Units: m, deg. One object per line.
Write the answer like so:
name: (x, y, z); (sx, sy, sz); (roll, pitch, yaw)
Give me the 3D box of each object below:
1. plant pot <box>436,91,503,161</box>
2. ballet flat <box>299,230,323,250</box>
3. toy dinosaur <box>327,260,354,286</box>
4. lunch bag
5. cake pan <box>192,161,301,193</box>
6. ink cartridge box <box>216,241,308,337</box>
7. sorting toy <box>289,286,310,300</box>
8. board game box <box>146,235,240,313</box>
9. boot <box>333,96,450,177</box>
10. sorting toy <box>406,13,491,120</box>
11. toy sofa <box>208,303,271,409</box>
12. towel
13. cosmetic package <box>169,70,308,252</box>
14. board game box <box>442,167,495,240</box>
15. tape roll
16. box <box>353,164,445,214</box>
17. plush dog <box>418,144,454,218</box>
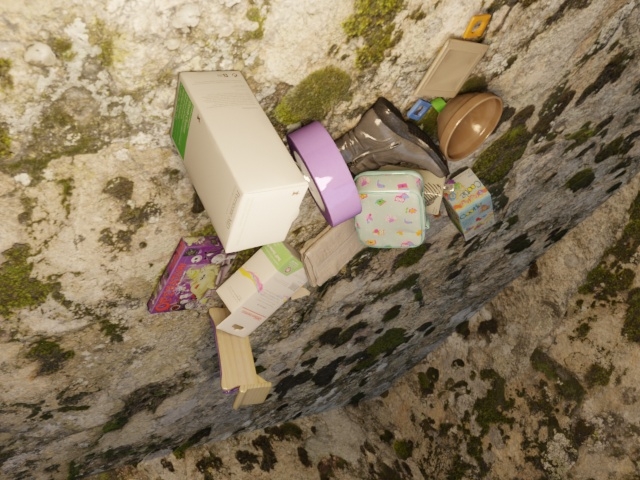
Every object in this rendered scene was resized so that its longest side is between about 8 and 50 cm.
plant pot: (0.437, -0.368, 1.770); (0.237, 0.110, 0.237); (-30, 149, -20)
ballet flat: (0.000, 0.000, 2.039); (0.168, 0.057, 0.052); (-34, 142, 7)
toy dinosaur: (0.083, 0.143, 2.340); (0.118, 0.064, 0.268); (-34, 155, -5)
lunch bag: (0.213, -0.089, 1.731); (0.223, 0.108, 0.279); (-3, 144, 10)
cake pan: (-0.189, -0.140, 1.531); (0.293, 0.054, 0.293); (-11, 167, -3)
ink cartridge box: (-0.211, 0.166, 1.991); (0.353, 0.119, 0.207); (-43, 150, 4)
sorting toy: (-0.094, 0.223, 2.325); (0.083, 0.045, 0.075); (-16, 156, -24)
board game box: (-0.407, 0.112, 1.858); (0.208, 0.056, 0.347); (2, 139, -37)
boot: (0.206, -0.249, 1.705); (0.338, 0.118, 0.222); (36, 116, -25)
sorting toy: (0.358, -0.484, 1.603); (0.195, 0.047, 0.348); (-11, 147, -38)
toy sofa: (-0.308, 0.411, 2.091); (0.177, 0.363, 0.150); (-2, 143, -23)
towel: (0.048, 0.022, 1.988); (0.282, 0.049, 0.187); (-44, 140, -24)
cosmetic package: (-0.188, -0.180, 1.253); (0.155, 0.366, 0.197); (-11, 146, -30)
board game box: (0.576, -0.135, 2.254); (0.144, 0.142, 0.275); (-32, 152, 5)
tape roll: (0.009, -0.176, 1.534); (0.090, 0.275, 0.275); (-28, 151, -4)
box: (0.244, -0.165, 1.801); (0.274, 0.094, 0.113); (9, 148, 10)
plush dog: (0.358, -0.180, 1.971); (0.262, 0.211, 0.225); (-38, 177, 19)
